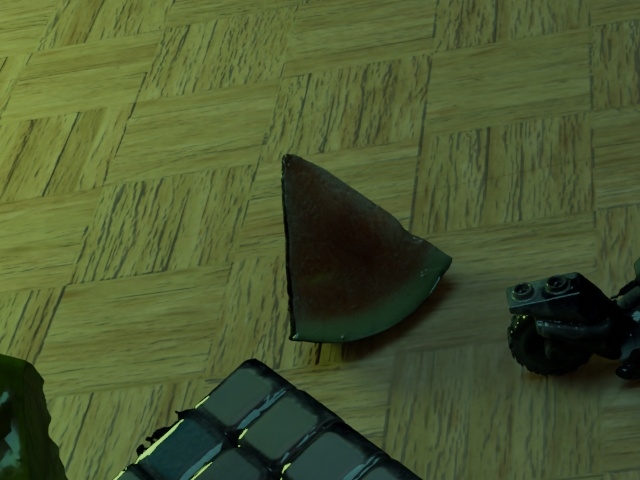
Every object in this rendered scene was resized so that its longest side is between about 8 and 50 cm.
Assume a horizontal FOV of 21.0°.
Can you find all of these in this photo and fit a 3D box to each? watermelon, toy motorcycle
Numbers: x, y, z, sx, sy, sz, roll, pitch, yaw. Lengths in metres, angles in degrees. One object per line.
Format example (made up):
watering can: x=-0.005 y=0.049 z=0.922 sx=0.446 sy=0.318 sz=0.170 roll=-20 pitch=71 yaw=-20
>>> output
watermelon: x=0.000 y=0.018 z=1.749 sx=0.207 sy=0.202 sz=0.136 roll=-43 pitch=2 yaw=-38
toy motorcycle: x=0.298 y=0.043 z=1.558 sx=0.270 sy=0.159 sz=0.106 roll=-10 pitch=37 yaw=7

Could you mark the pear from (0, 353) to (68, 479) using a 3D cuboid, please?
pear: x=-0.306 y=0.227 z=1.452 sx=0.176 sy=0.282 sz=0.286 roll=-10 pitch=32 yaw=-4

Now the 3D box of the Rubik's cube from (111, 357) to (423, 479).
Rubik's cube: x=-0.016 y=0.306 z=1.154 sx=0.292 sy=0.287 sz=0.293 roll=-44 pitch=39 yaw=-16
